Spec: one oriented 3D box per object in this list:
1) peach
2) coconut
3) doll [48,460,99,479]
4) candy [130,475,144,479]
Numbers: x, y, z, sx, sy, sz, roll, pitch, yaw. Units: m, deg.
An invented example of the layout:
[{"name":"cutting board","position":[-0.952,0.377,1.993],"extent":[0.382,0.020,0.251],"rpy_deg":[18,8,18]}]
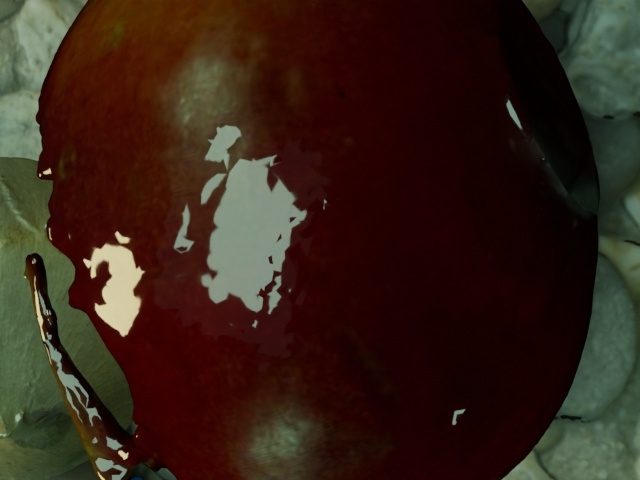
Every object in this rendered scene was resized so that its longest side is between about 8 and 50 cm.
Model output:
[{"name":"peach","position":[0.011,-0.018,0.617],"extent":[0.310,0.335,0.406],"rpy_deg":[-16,83,26]},{"name":"coconut","position":[-0.245,0.067,0.781],"extent":[0.247,0.245,0.245],"rpy_deg":[46,116,49]},{"name":"doll","position":[-0.287,0.292,0.858],"extent":[0.221,0.221,0.251],"rpy_deg":[39,110,15]},{"name":"candy","position":[-0.110,0.379,0.802],"extent":[0.187,0.077,0.331],"rpy_deg":[-41,94,-19]}]
